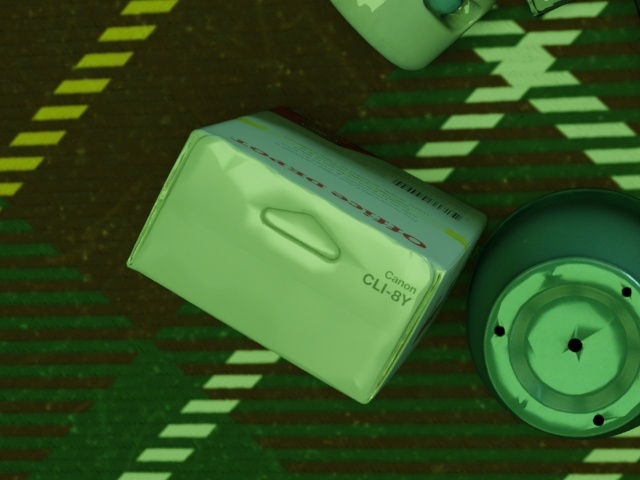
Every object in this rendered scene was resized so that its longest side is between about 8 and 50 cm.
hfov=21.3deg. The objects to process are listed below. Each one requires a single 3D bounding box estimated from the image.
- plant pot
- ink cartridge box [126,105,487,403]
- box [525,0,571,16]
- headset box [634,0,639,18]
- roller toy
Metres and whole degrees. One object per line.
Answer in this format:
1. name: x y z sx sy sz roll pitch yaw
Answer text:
1. plant pot: 0.275 0.092 1.786 0.271 0.255 0.272 1 98 11
2. ink cartridge box: 0.000 0.000 1.763 0.279 0.384 0.160 30 102 7
3. box: 0.294 -0.364 1.826 0.220 0.051 0.175 -24 92 13
4. headset box: 0.475 -0.154 1.786 0.218 0.110 0.293 -17 93 12
5. roller toy: 0.089 -0.292 1.808 0.146 0.209 0.191 -41 98 14
